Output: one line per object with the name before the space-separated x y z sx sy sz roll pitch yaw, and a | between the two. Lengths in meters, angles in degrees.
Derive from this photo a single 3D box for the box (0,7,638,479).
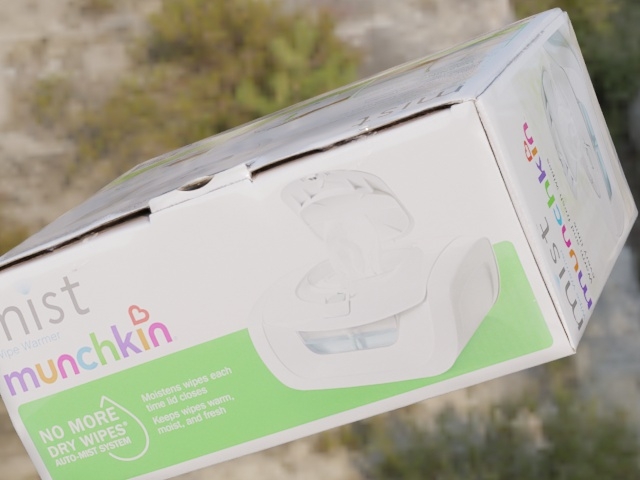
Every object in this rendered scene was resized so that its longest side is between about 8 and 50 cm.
box | 0.000 0.000 0.898 0.262 0.126 0.231 -19 11 20
